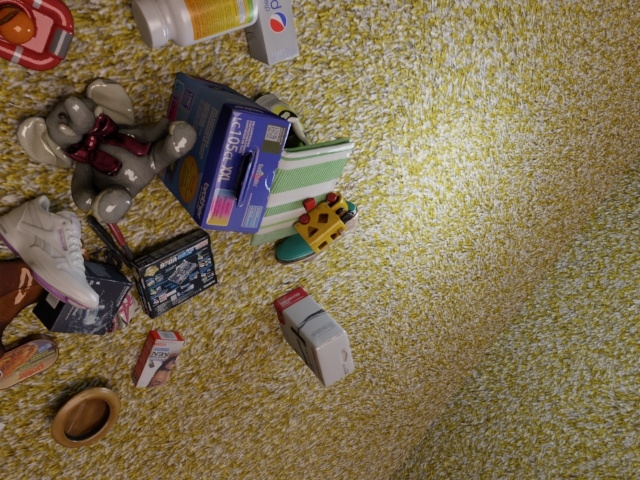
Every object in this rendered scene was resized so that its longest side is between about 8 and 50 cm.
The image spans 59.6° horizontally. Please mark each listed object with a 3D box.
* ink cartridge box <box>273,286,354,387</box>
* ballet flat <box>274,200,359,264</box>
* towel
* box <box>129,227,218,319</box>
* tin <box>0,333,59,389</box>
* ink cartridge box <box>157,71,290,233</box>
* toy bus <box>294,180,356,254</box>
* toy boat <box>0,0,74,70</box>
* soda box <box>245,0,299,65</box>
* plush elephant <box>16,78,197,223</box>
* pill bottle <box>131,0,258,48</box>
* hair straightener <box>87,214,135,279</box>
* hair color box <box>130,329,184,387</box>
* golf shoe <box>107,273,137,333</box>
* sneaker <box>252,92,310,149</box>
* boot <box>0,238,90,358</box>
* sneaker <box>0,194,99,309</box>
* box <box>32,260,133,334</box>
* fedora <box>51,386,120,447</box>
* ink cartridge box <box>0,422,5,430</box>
[{"bbox_3d":[-0.022,0.309,1.808,0.114,0.273,0.197,-29,130,-20],"label":"ink cartridge box"},{"bbox_3d":[0.000,0.000,1.757,0.316,0.107,0.106,-33,146,-15],"label":"ballet flat"},{"bbox_3d":[-0.055,-0.130,1.513,0.248,0.038,0.324,-18,147,-38],"label":"towel"},{"bbox_3d":[-0.390,0.089,1.517,0.220,0.051,0.175,-31,134,-34],"label":"box"},{"bbox_3d":[-0.763,0.307,1.414,0.190,0.040,0.106,-25,125,-22],"label":"tin"},{"bbox_3d":[-0.221,-0.192,1.259,0.151,0.395,0.270,3,114,-38],"label":"ink cartridge box"},{"bbox_3d":[0.030,-0.051,1.587,0.191,0.104,0.202,-16,146,-40],"label":"toy bus"},{"bbox_3d":[-0.572,-0.404,1.033,0.231,0.151,0.151,16,106,-42],"label":"toy boat"},{"bbox_3d":[-0.132,-0.566,1.302,0.091,0.098,0.286,-28,131,-22],"label":"soda box"},{"bbox_3d":[-0.467,-0.209,1.183,0.255,0.330,0.272,48,69,-22],"label":"plush elephant"},{"bbox_3d":[-0.271,-0.502,1.209,0.246,0.136,0.136,-27,130,-21],"label":"pill bottle"},{"bbox_3d":[-0.530,0.023,1.419,0.089,0.047,0.230,-18,135,-1],"label":"hair straightener"},{"bbox_3d":[-0.479,0.349,1.643,0.093,0.053,0.167,13,110,-42],"label":"hair color box"},{"bbox_3d":[-0.526,0.158,1.483,0.086,0.067,0.186,-20,140,-50],"label":"golf shoe"},{"bbox_3d":[-0.087,-0.208,1.525,0.145,0.147,0.384,-38,136,-14],"label":"sneaker"},{"bbox_3d":[-0.693,0.145,1.355,0.280,0.096,0.264,-19,120,-37],"label":"boot"},{"bbox_3d":[-0.569,0.019,1.216,0.152,0.305,0.114,-42,167,-18],"label":"sneaker"},{"bbox_3d":[-0.569,0.137,1.346,0.156,0.093,0.158,-59,150,5],"label":"box"},{"bbox_3d":[-0.663,0.483,1.568,0.194,0.079,0.194,-19,122,-33],"label":"fedora"},{"bbox_3d":[-0.870,0.495,1.454,0.083,0.028,0.048,-45,134,-5],"label":"ink cartridge box"}]
